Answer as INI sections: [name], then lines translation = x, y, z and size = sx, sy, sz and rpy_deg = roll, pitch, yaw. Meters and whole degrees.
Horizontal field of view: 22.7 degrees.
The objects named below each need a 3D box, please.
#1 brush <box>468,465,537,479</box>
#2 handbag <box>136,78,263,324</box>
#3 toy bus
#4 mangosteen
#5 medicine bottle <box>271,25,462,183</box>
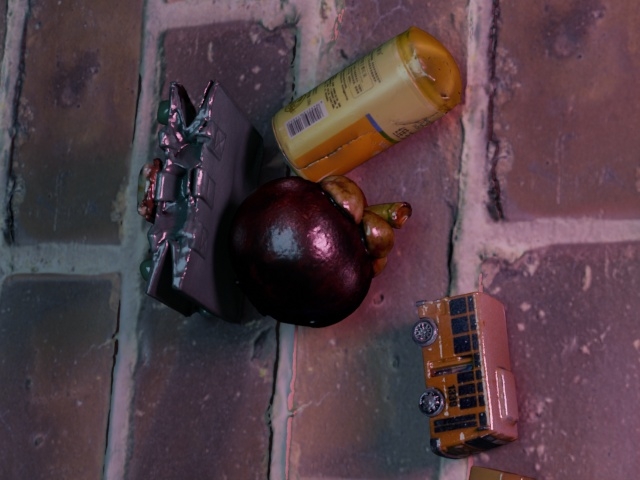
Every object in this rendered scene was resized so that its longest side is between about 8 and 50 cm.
[brush]
translation = 0.188, 0.376, 1.802
size = 0.047, 0.103, 0.233
rpy_deg = 7, 82, 32
[handbag]
translation = -0.157, -0.044, 1.985
size = 0.100, 0.274, 0.268
rpy_deg = 5, 82, 12
[toy bus]
translation = 0.174, 0.159, 1.869
size = 0.103, 0.091, 0.182
rpy_deg = -13, 70, 26
[mangosteen]
translation = 0.000, 0.000, 1.951
size = 0.230, 0.194, 0.194
rpy_deg = -34, 63, 1
[medicine bottle]
translation = 0.063, -0.167, 1.989
size = 0.239, 0.124, 0.124
rpy_deg = -29, 66, 20
